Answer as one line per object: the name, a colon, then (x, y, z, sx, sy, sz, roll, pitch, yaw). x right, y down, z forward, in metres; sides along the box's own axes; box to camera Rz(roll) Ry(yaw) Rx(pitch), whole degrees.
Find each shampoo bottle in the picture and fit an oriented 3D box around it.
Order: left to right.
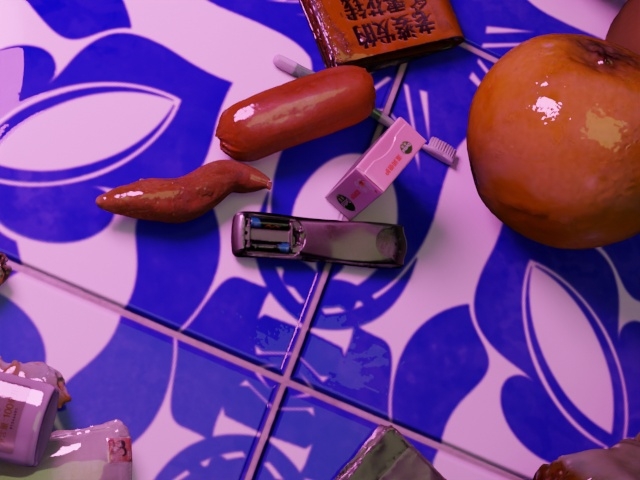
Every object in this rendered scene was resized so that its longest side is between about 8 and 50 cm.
shampoo bottle: (-0.382, 0.160, 1.164, 0.228, 0.056, 0.086, 14, 76, 4)

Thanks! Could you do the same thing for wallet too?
wallet: (0.074, -0.296, 1.463, 0.196, 0.042, 0.160, -16, 80, -20)

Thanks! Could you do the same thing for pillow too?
pillow: (-0.306, 0.257, 1.194, 0.229, 0.051, 0.128, -3, 79, -17)

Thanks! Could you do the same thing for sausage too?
sausage: (-0.030, -0.150, 1.368, 0.198, 0.076, 0.076, -21, 82, -12)

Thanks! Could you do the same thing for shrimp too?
shrimp: (-0.328, 0.099, 1.232, 0.161, 0.049, 0.166, 14, 72, -4)

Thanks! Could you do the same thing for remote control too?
remote control: (0.000, 0.000, 1.367, 0.212, 0.028, 0.059, 4, 73, -15)

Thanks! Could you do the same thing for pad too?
pad: (0.060, 0.339, 1.296, 0.174, 0.022, 0.233, 46, 69, -1)

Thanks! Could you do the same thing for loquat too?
loquat: (0.304, -0.119, 1.368, 0.263, 0.263, 0.263, 4, 74, -15)

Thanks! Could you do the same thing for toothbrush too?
toothbrush: (0.056, -0.162, 1.433, 0.257, 0.018, 0.024, 28, 66, -8)

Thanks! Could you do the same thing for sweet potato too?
sweet potato: (-0.154, -0.052, 1.325, 0.202, 0.058, 0.055, -14, 37, -23)

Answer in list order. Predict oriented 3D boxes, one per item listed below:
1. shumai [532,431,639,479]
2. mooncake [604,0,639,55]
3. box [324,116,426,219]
shumai: (0.401, 0.331, 1.272, 0.323, 0.324, 0.397, -20, 76, -6)
mooncake: (0.473, -0.237, 1.515, 0.235, 0.117, 0.234, 10, 53, -14)
box: (0.063, -0.082, 1.357, 0.043, 0.125, 0.089, 42, 69, -3)
